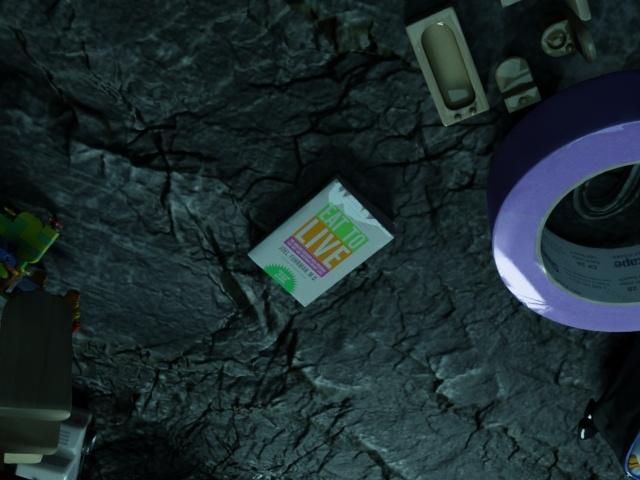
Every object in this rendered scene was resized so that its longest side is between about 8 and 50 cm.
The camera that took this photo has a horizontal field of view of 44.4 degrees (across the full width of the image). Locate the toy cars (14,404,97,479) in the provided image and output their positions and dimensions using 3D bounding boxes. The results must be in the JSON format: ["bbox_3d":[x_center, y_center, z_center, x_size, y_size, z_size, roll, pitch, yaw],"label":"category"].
[{"bbox_3d":[-0.454,0.359,1.085,0.394,0.087,0.176,-30,110,18],"label":"toy cars"}]

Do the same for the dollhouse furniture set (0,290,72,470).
[{"bbox_3d":[-0.494,0.165,0.840,0.394,0.256,0.362,9,132,-25],"label":"dollhouse furniture set"}]

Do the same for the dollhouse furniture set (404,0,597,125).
[{"bbox_3d":[0.167,-0.180,0.730,0.151,0.123,0.144,-20,118,13],"label":"dollhouse furniture set"}]

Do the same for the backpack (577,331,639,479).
[{"bbox_3d":[0.491,0.191,0.902,0.263,0.213,0.276,14,118,-18],"label":"backpack"}]

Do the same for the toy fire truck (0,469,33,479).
[{"bbox_3d":[-0.360,0.318,0.749,0.302,0.169,0.254,-32,117,16],"label":"toy fire truck"}]

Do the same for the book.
[{"bbox_3d":[0.000,0.000,0.899,0.096,0.035,0.144,42,115,-16],"label":"book"}]

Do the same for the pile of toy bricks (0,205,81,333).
[{"bbox_3d":[-0.341,0.012,0.890,0.212,0.118,0.105,37,81,-7],"label":"pile of toy bricks"}]

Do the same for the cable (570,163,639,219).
[{"bbox_3d":[0.362,-0.128,0.782,0.287,0.072,0.139,-40,116,22],"label":"cable"}]

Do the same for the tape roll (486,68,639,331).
[{"bbox_3d":[0.310,-0.031,0.791,0.275,0.090,0.274,3,131,4],"label":"tape roll"}]
